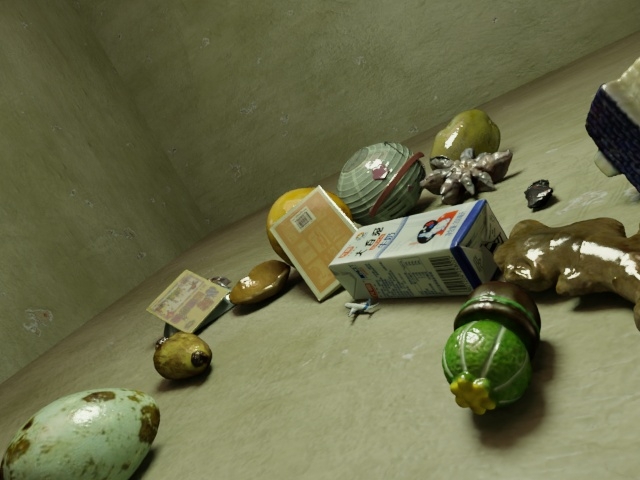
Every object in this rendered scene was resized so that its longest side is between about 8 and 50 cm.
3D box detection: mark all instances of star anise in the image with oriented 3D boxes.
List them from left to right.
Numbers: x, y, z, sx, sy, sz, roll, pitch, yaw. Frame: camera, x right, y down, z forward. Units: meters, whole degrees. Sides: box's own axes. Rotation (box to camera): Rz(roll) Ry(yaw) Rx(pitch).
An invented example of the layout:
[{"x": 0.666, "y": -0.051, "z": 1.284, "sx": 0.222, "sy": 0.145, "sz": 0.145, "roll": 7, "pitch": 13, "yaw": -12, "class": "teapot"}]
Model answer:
[{"x": -0.407, "y": 0.177, "z": 1.581, "sx": 0.212, "sy": 0.073, "sz": 0.197, "roll": -30, "pitch": 15, "yaw": -19, "class": "star anise"}, {"x": 0.380, "y": -0.176, "z": 1.217, "sx": 0.237, "sy": 0.093, "sz": 0.229, "roll": -9, "pitch": 39, "yaw": 26, "class": "star anise"}]

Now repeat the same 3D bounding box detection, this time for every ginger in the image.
[{"x": 0.341, "y": 0.016, "z": 0.615, "sx": 0.166, "sy": 0.080, "sz": 0.333, "roll": -42, "pitch": 11, "yaw": -7, "class": "ginger"}]

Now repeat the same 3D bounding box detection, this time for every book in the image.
[{"x": -0.379, "y": 0.173, "z": 1.329, "sx": 0.192, "sy": 0.013, "sz": 0.168, "roll": 19, "pitch": 54, "yaw": 31, "class": "book"}, {"x": 0.000, "y": 0.000, "z": 1.088, "sx": 0.170, "sy": 0.241, "sz": 0.018, "roll": -40, "pitch": -31, "yaw": 5, "class": "book"}]

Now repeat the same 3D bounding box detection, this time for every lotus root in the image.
[{"x": -0.287, "y": 0.253, "z": 1.003, "sx": 0.191, "sy": 0.094, "sz": 0.108, "roll": -3, "pitch": 48, "yaw": 45, "class": "lotus root"}]

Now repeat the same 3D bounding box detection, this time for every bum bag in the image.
[{"x": 0.444, "y": -0.098, "z": 0.950, "sx": 0.058, "sy": 0.034, "sz": 0.124, "roll": -38, "pitch": 7, "yaw": 26, "class": "bum bag"}]

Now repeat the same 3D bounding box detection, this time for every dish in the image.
[{"x": -0.365, "y": 0.200, "z": 1.390, "sx": 0.243, "sy": 0.080, "sz": 0.182, "roll": -35, "pitch": 14, "yaw": -23, "class": "dish"}]

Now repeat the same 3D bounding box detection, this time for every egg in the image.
[{"x": -0.359, "y": 0.316, "z": 0.717, "sx": 0.231, "sy": 0.169, "sz": 0.169, "roll": -25, "pitch": 8, "yaw": -37, "class": "egg"}]

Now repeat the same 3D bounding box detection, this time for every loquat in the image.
[{"x": -0.029, "y": -0.031, "z": 1.258, "sx": 0.235, "sy": 0.235, "sz": 0.235, "roll": -27, "pitch": 13, "yaw": 7, "class": "loquat"}]

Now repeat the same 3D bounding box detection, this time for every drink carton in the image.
[{"x": 0.166, "y": 0.030, "z": 0.851, "sx": 0.315, "sy": 0.106, "sz": 0.130, "roll": -13, "pitch": 28, "yaw": 52, "class": "drink carton"}]

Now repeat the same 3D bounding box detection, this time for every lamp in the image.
[{"x": 0.176, "y": -0.156, "z": 1.327, "sx": 0.265, "sy": 0.233, "sz": 0.233, "roll": -51, "pitch": 13, "yaw": 3, "class": "lamp"}]

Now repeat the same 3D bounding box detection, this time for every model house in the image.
[{"x": 0.572, "y": -0.191, "z": 0.686, "sx": 0.299, "sy": 0.243, "sz": 0.284, "roll": -6, "pitch": -27, "yaw": -31, "class": "model house"}]

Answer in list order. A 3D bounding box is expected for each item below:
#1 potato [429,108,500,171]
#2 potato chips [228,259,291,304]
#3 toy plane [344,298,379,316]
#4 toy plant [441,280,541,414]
[{"x": 0.418, "y": -0.267, "z": 1.372, "sx": 0.251, "sy": 0.174, "sz": 0.159, "roll": -45, "pitch": 4, "yaw": -2, "class": "potato"}, {"x": -0.158, "y": 0.125, "z": 1.286, "sx": 0.208, "sy": 0.061, "sz": 0.195, "roll": -21, "pitch": 20, "yaw": 26, "class": "potato chips"}, {"x": 0.073, "y": 0.126, "z": 0.877, "sx": 0.078, "sy": 0.024, "sz": 0.084, "roll": -25, "pitch": 2, "yaw": -35, "class": "toy plane"}, {"x": 0.187, "y": 0.118, "z": 0.512, "sx": 0.093, "sy": 0.092, "sz": 0.162, "roll": -17, "pitch": 20, "yaw": 41, "class": "toy plant"}]
